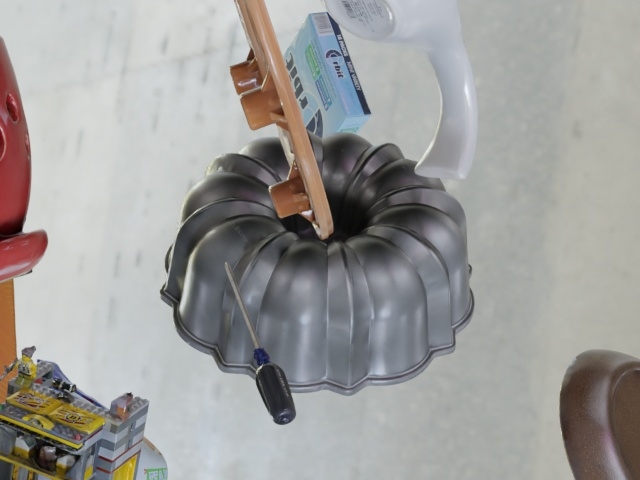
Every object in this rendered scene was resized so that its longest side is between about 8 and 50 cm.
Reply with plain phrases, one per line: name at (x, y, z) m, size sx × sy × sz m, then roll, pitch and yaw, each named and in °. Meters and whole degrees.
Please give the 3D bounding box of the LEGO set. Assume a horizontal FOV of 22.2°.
LEGO set at (-0.282, 0.167, 1.180) m, size 0.331 × 0.255 × 0.192 m, roll 21°, pitch 112°, yaw 25°

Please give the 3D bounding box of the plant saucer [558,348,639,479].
plant saucer at (0.405, 0.266, 1.965) m, size 0.050 × 0.310 × 0.310 m, roll -31°, pitch 54°, yaw 34°

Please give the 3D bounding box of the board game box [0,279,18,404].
board game box at (-0.538, 0.176, 1.620) m, size 0.356 × 0.356 × 0.356 m, roll -54°, pitch 31°, yaw 29°

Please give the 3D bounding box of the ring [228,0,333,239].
ring at (-0.059, -0.157, 0.975) m, size 0.336 × 0.032 × 0.336 m, roll 161°, pitch 90°, yaw -88°

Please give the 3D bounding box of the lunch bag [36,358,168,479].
lunch bag at (-0.332, 0.265, 1.848) m, size 0.303 × 0.115 × 0.243 m, roll 26°, pitch 84°, yaw 32°

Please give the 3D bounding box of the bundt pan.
bundt pan at (0.000, 0.000, 1.653) m, size 0.331 × 0.331 × 0.124 m, roll -117°, pitch 22°, yaw -46°

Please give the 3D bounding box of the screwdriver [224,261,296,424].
screwdriver at (-0.055, 0.077, 1.283) m, size 0.024 × 0.025 × 0.170 m, roll 107°, pitch 146°, yaw -42°

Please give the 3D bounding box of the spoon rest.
spoon rest at (0.074, -0.178, 1.416) m, size 0.137 × 0.276 × 0.084 m, roll 9°, pitch 51°, yaw 36°

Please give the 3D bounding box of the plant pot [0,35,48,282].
plant pot at (-0.290, -0.040, 1.144) m, size 0.191 × 0.191 × 0.174 m, roll -14°, pitch 94°, yaw 59°

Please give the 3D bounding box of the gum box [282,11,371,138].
gum box at (-0.007, -0.187, 2.148) m, size 0.184 × 0.041 × 0.157 m, roll -50°, pitch 54°, yaw 57°
